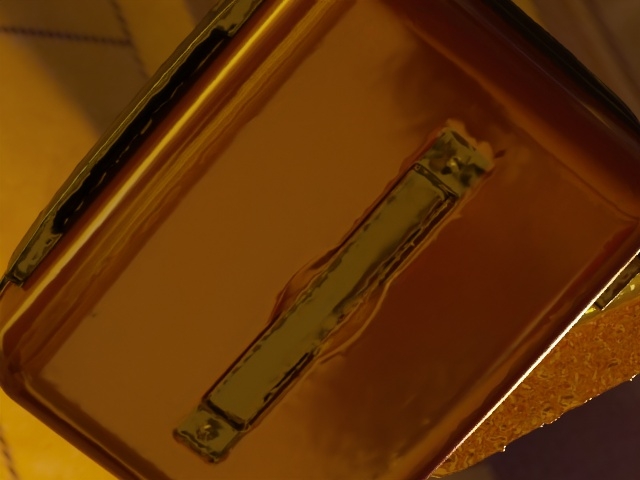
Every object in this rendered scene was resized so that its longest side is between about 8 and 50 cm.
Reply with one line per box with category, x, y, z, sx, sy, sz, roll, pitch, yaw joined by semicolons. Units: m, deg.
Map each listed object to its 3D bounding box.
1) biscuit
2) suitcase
biscuit;0.123;0.068;0.994;0.052;0.188;0.056;62;2;-19
suitcase;0.000;0.000;0.875;0.236;0.297;0.161;38;15;-14
